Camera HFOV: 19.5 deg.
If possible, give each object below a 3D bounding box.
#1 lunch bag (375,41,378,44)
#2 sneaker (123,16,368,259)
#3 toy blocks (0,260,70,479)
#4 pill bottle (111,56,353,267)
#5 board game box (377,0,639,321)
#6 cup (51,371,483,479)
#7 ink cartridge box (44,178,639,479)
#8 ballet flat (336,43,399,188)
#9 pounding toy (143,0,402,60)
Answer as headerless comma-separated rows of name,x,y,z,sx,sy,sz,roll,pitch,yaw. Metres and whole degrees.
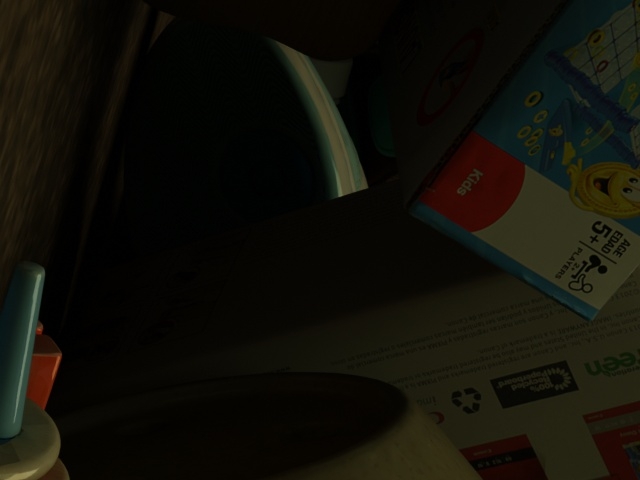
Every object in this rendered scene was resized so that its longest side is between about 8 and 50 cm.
lunch bag,0.082,-0.290,1.213,0.385,0.239,0.328,160,-52,-78
sneaker,0.000,0.000,1.038,0.208,0.127,0.319,-51,132,-60
toy blocks,-0.094,0.059,0.492,0.123,0.054,0.148,-76,-177,-70
pill bottle,-0.054,-0.023,1.141,0.121,0.121,0.216,-79,-173,-75
board game box,0.143,-0.167,0.743,0.302,0.086,0.308,-53,-163,21
cup,-0.030,0.185,0.701,0.331,0.331,0.237,-83,165,-80
ink cartridge box,0.063,0.115,0.874,0.272,0.309,0.130,64,24,-24
ballet flat,0.059,-0.078,1.179,0.316,0.106,0.107,8,-79,57
pounding toy,0.007,-0.168,0.710,0.269,0.154,0.155,-45,-159,41
